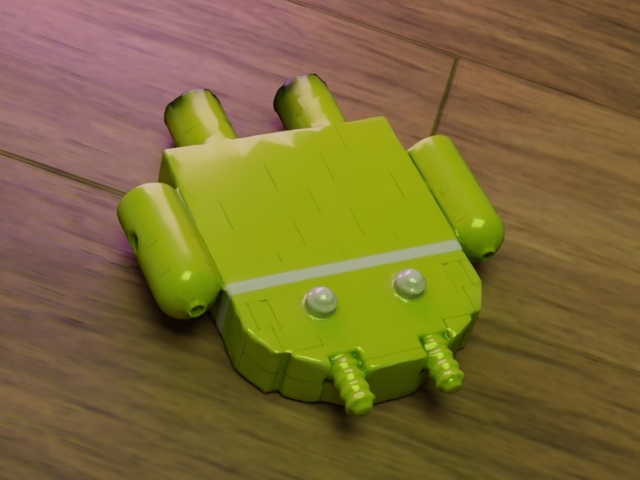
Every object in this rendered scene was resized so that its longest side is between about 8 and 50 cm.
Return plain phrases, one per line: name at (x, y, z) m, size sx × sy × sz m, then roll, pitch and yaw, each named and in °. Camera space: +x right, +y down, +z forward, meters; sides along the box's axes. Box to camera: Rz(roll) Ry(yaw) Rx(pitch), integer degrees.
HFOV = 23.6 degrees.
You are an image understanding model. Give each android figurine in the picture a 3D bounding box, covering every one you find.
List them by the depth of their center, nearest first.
android figurine at (0.000, 0.000, 0.992) m, size 0.248 × 0.056 × 0.273 m, roll -9°, pitch 51°, yaw -23°
